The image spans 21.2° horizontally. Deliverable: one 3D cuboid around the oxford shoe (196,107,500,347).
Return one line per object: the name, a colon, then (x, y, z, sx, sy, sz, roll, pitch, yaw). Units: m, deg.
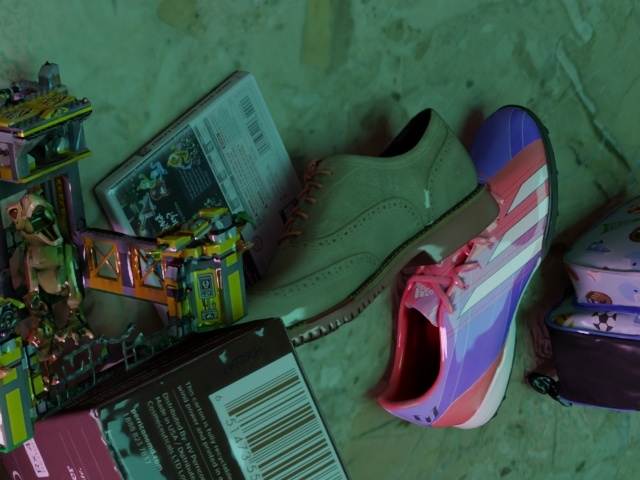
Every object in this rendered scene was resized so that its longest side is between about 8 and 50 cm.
oxford shoe: (0.000, 0.000, 1.464, 0.348, 0.123, 0.130, -33, 101, -37)

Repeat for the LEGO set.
LEGO set: (-0.214, -0.009, 1.186, 0.331, 0.255, 0.192, -24, 117, -40)

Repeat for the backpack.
backpack: (0.382, 0.059, 1.764, 0.263, 0.277, 0.213, -34, 126, -46)

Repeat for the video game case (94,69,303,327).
video game case: (-0.088, -0.019, 1.451, 0.173, 0.022, 0.190, -42, 128, -26)

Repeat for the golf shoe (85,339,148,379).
golf shoe: (-0.164, 0.182, 1.393, 0.077, 0.094, 0.198, 24, 85, -43)

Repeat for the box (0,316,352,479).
box: (-0.107, 0.171, 1.260, 0.167, 0.203, 0.168, -27, 95, -32)

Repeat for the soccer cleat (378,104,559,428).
soccer cleat: (0.138, 0.025, 1.619, 0.116, 0.109, 0.318, 6, 101, -39)
